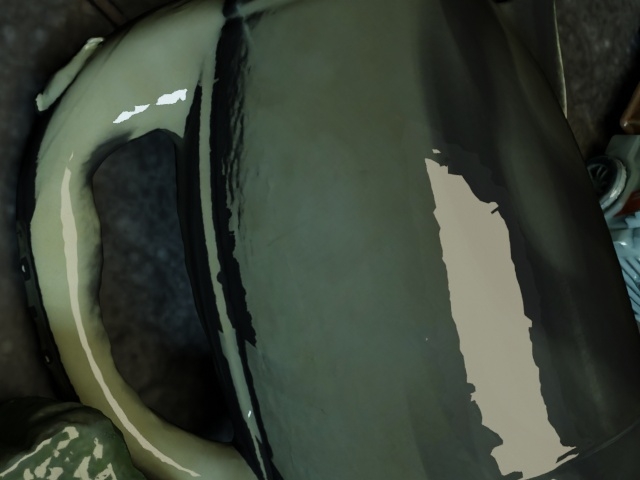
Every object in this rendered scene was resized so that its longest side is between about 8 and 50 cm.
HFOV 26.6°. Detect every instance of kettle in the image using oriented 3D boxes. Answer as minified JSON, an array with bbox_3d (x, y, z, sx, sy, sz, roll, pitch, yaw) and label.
[{"bbox_3d":[0.000,0.000,0.733,0.321,0.228,0.324,-16,98,-3],"label":"kettle"}]

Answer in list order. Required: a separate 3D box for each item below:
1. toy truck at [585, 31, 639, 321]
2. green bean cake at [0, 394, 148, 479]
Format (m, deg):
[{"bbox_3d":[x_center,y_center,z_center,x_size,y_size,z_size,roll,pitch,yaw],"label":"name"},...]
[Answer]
[{"bbox_3d":[0.304,-0.070,0.943,0.133,0.184,0.338,40,69,-29],"label":"toy truck"},{"bbox_3d":[-0.157,0.194,0.677,0.185,0.094,0.183,-39,114,-28],"label":"green bean cake"}]
